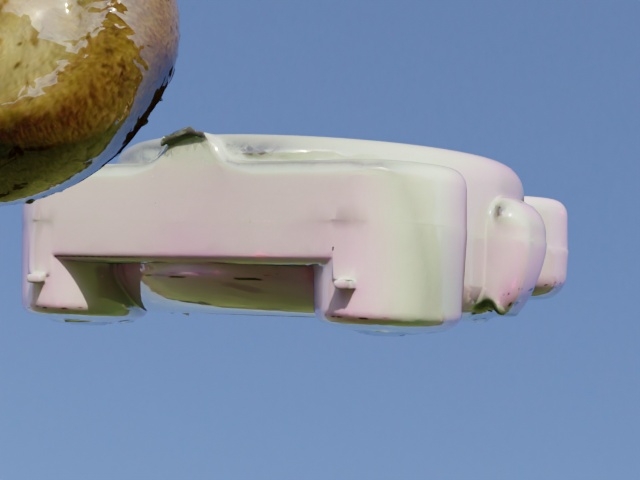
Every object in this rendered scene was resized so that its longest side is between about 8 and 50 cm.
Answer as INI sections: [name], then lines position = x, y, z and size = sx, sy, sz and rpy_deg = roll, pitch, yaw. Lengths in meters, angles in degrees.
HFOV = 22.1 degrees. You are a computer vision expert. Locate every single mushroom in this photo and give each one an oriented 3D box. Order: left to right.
[mushroom]
position = -0.107, -0.062, 0.507
size = 0.126, 0.109, 0.085
rpy_deg = 14, -46, 9

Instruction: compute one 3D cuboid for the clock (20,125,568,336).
[clock]
position = 0.000, 0.000, 0.815
size = 0.227, 0.248, 0.090
rpy_deg = 1, -92, 30
